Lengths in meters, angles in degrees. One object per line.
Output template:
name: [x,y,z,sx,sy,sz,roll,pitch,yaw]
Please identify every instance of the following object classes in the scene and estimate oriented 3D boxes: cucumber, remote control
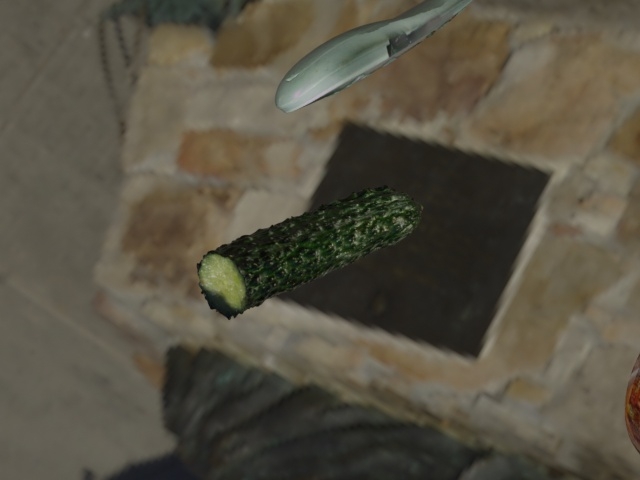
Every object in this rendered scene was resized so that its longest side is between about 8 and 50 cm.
cucumber: [0.000,0.000,2.381,0.096,0.359,0.096,23,125,38]
remote control: [0.049,-0.177,1.645,0.097,0.256,0.045,-20,99,47]

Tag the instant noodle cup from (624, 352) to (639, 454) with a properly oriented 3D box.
instant noodle cup: [0.362,0.147,1.370,0.250,0.250,0.192,54,177,-38]
